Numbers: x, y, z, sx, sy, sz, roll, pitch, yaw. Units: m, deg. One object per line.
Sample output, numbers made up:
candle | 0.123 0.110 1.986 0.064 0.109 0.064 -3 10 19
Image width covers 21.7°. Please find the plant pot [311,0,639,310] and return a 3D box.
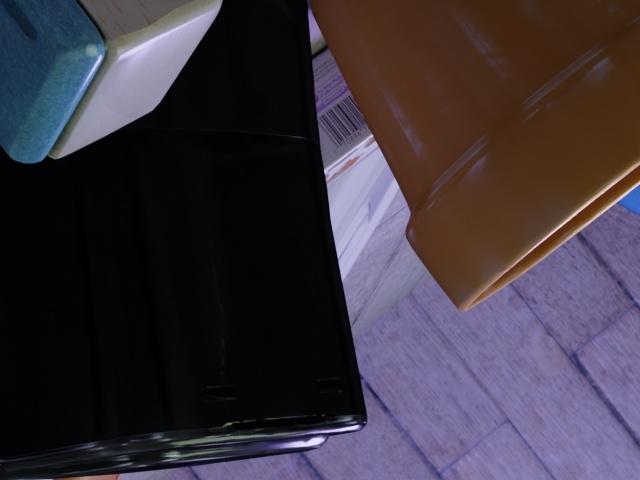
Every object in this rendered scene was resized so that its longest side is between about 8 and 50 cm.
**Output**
plant pot | 0.101 -0.096 0.919 0.205 0.188 0.205 -37 173 -6

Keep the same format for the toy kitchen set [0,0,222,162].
toy kitchen set | -0.153 -0.021 0.419 0.166 0.122 0.207 -33 170 -36

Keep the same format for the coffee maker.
coffee maker | -0.052 -0.020 0.508 0.120 0.178 0.171 -5 171 -21

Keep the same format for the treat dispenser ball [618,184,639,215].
treat dispenser ball | 0.276 -0.142 1.092 0.288 0.288 0.288 -38 173 -6

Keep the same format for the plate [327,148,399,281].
plate | 0.000 0.000 1.225 0.277 0.045 0.278 -59 174 -5

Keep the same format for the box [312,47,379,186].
box | -0.094 -0.002 1.035 0.324 0.067 0.063 -38 172 -10

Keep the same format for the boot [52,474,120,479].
boot | -0.155 0.111 1.237 0.283 0.109 0.220 -39 174 -13
